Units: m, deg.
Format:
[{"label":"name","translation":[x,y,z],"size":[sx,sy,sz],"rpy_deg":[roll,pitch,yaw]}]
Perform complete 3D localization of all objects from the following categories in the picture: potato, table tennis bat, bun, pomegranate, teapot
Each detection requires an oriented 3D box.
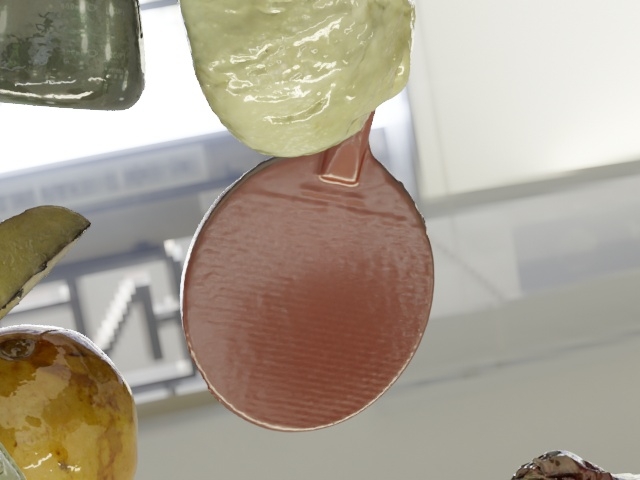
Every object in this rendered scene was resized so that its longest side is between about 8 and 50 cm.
[{"label":"potato","translation":[-0.336,0.020,2.071],"size":[0.172,0.089,0.100],"rpy_deg":[-50,-177,-41]},{"label":"table tennis bat","translation":[0.000,0.000,2.022],"size":[0.268,0.415,0.051],"rpy_deg":[10,-172,-16]},{"label":"bun","translation":[-0.008,-0.179,1.424],"size":[0.153,0.244,0.244],"rpy_deg":[-1,-166,25]},{"label":"pomegranate","translation":[-0.330,0.226,2.152],"size":[0.264,0.264,0.264],"rpy_deg":[-10,-168,2]},{"label":"teapot","translation":[-0.253,-0.284,2.093],"size":[0.305,0.285,0.223],"rpy_deg":[3,-175,-13]}]

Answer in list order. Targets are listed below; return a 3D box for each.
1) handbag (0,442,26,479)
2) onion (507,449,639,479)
[{"label":"handbag","translation":[-0.447,0.136,1.700],"size":[0.160,0.358,0.237],"rpy_deg":[-36,175,13]},{"label":"onion","translation":[0.237,0.288,1.672],"size":[0.314,0.232,0.314],"rpy_deg":[-8,-173,1]}]
